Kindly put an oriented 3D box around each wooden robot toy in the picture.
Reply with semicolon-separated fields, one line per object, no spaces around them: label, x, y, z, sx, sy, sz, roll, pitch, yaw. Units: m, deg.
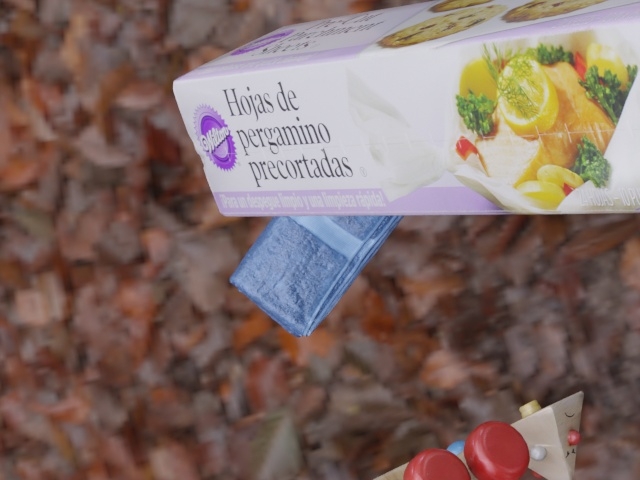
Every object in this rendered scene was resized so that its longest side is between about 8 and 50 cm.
wooden robot toy;0.036;0.110;0.596;0.079;0.173;0.076;63;146;8

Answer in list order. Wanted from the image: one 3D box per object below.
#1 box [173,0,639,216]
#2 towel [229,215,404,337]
box;0.058;-0.048;0.640;0.324;0.067;0.063;2;116;59
towel;0.000;0.000;1.204;0.067;0.029;0.119;38;89;0
